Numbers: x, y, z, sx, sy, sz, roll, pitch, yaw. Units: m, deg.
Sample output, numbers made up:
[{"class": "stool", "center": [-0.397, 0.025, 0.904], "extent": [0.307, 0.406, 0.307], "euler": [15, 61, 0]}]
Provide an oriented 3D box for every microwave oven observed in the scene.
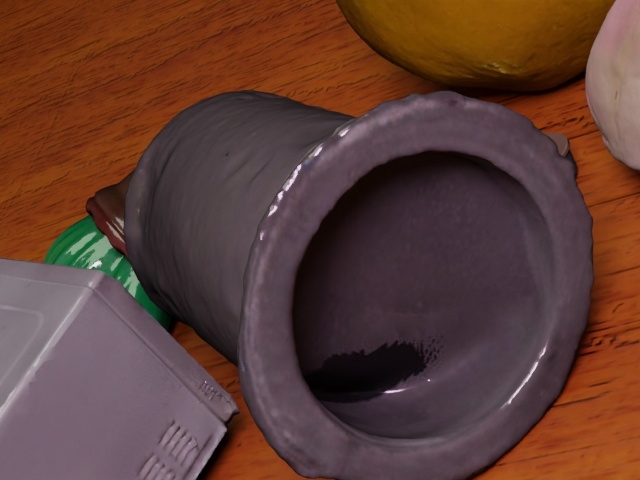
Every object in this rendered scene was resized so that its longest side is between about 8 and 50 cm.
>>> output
[{"class": "microwave oven", "center": [-0.240, 0.142, 1.111], "extent": [0.295, 0.181, 0.237], "euler": [5, 55, 46]}]

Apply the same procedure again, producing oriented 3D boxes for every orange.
[{"class": "orange", "center": [0.136, -0.240, 1.179], "extent": [0.279, 0.235, 0.279], "euler": [-37, 32, 28]}]

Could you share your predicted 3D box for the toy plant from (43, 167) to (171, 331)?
[{"class": "toy plant", "center": [-0.151, 0.021, 1.255], "extent": [0.200, 0.105, 0.143], "euler": [-53, 47, 9]}]

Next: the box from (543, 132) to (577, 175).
[{"class": "box", "center": [0.118, -0.036, 1.127], "extent": [0.126, 0.031, 0.091], "euler": [3, 51, 44]}]

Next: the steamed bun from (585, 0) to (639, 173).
[{"class": "steamed bun", "center": [0.276, -0.143, 0.998], "extent": [0.239, 0.152, 0.170], "euler": [-36, 33, -1]}]

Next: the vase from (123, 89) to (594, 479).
[{"class": "vase", "center": [0.000, 0.000, 1.026], "extent": [0.245, 0.245, 0.291], "euler": [-45, 29, -10]}]
